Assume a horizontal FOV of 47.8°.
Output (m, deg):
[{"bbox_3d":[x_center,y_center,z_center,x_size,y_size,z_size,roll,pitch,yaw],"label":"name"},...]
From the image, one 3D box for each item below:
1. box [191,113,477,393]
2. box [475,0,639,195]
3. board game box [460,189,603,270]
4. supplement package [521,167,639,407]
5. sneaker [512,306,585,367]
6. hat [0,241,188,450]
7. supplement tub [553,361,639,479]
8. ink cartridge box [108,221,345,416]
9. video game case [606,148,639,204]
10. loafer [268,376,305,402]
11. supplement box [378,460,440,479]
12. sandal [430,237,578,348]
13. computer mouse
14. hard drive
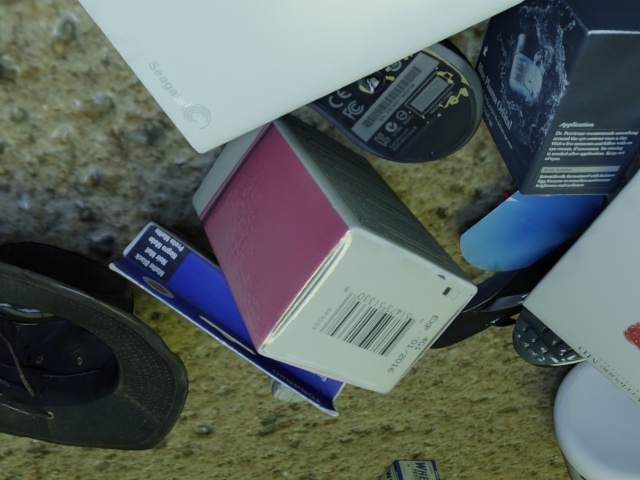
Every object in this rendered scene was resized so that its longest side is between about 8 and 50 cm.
[{"bbox_3d":[0.000,0.000,0.640,0.149,0.232,0.126,25,110,-35],"label":"box"},{"bbox_3d":[0.207,-0.146,0.609,0.093,0.155,0.158,-2,136,-11],"label":"box"},{"bbox_3d":[0.239,-0.029,0.835,0.133,0.033,0.169,22,128,-38],"label":"board game box"},{"bbox_3d":[0.347,0.013,0.671,0.175,0.177,0.293,-41,163,-20],"label":"supplement package"},{"bbox_3d":[0.353,0.081,0.879,0.283,0.107,0.124,-31,150,-13],"label":"sneaker"},{"bbox_3d":[-0.287,0.089,0.753,0.332,0.133,0.331,6,132,6],"label":"hat"},{"bbox_3d":[0.506,0.335,1.140,0.236,0.235,0.324,-22,137,9],"label":"supplement tub"},{"bbox_3d":[-0.073,0.062,0.672,0.223,0.224,0.045,35,88,-5],"label":"ink cartridge box"},{"bbox_3d":[0.375,-0.092,0.731,0.184,0.023,0.201,10,150,35],"label":"video game case"},{"bbox_3d":[0.032,0.093,0.863,0.112,0.112,0.319,4,143,-25],"label":"loafer"},{"bbox_3d":[0.160,0.440,1.297,0.083,0.056,0.083,7,134,-21],"label":"supplement box"},{"bbox_3d":[0.244,0.083,0.938,0.255,0.054,0.097,-33,134,20],"label":"sandal"},{"bbox_3d":[0.027,-0.170,0.609,0.272,0.072,0.188,34,123,-25],"label":"computer mouse"},{"bbox_3d":[-0.013,-0.202,0.509,0.308,0.040,0.203,-22,127,18],"label":"hard drive"}]
